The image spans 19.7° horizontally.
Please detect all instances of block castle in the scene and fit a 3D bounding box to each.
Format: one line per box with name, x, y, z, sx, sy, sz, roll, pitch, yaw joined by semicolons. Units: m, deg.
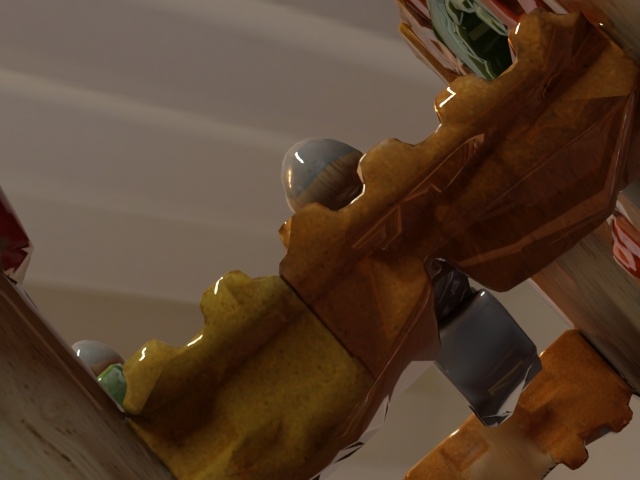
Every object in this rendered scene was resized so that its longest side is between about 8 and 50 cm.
block castle;0.000;0.000;0.676;0.213;0.303;0.453;48;-5;18
